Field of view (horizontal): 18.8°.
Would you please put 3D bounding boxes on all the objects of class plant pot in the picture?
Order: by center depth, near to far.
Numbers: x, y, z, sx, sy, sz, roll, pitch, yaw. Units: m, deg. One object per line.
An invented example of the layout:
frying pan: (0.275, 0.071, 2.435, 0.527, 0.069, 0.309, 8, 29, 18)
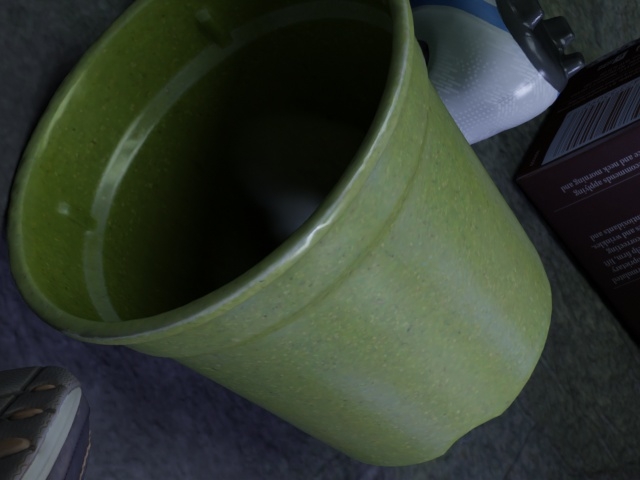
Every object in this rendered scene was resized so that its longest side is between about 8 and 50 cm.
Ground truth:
plant pot: (0.000, 0.000, 1.144, 0.254, 0.276, 0.276, 44, 42, -40)

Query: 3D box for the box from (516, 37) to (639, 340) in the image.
box: (0.296, -0.048, 1.536, 0.203, 0.168, 0.167, 51, 41, -17)

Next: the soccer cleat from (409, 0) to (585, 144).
soccer cleat: (0.099, -0.177, 1.444, 0.116, 0.143, 0.331, 50, 18, -24)

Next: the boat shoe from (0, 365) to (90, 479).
boat shoe: (-0.199, 0.200, 0.916, 0.355, 0.132, 0.130, -62, 141, -49)
